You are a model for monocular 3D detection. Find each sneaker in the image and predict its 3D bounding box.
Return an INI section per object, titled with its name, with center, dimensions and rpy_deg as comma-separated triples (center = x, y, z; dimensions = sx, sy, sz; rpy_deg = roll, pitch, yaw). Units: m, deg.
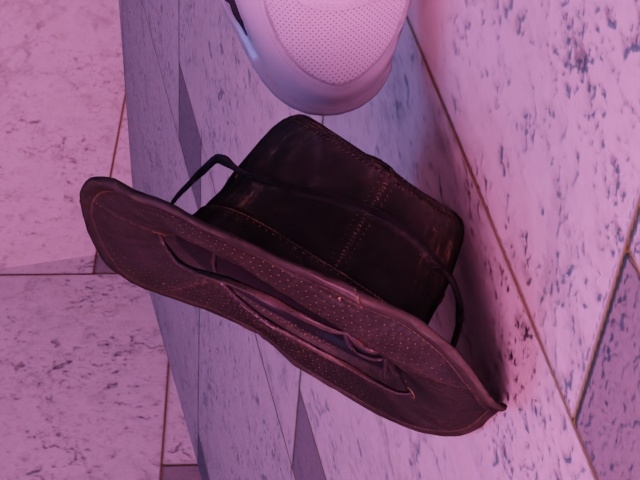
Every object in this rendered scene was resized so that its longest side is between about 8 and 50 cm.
[sneaker]
center = 0.017, -0.203, 0.951
dimensions = 0.210, 0.137, 0.366
rpy_deg = -110, 20, -55

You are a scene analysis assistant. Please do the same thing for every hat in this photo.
[hat]
center = 0.000, 0.000, 1.091
dimensions = 0.134, 0.331, 0.331
rpy_deg = -63, 5, -13
